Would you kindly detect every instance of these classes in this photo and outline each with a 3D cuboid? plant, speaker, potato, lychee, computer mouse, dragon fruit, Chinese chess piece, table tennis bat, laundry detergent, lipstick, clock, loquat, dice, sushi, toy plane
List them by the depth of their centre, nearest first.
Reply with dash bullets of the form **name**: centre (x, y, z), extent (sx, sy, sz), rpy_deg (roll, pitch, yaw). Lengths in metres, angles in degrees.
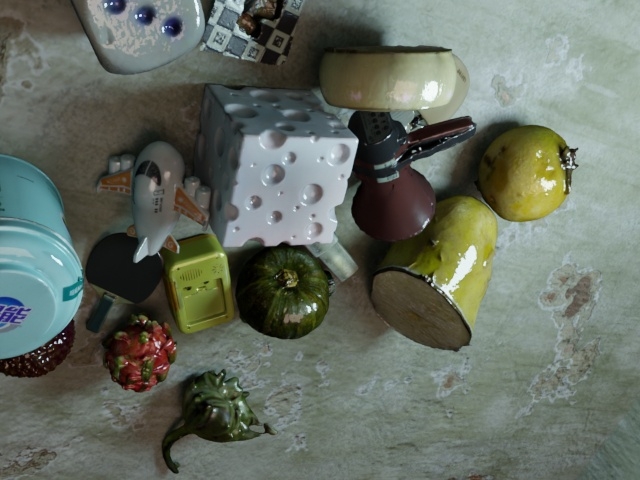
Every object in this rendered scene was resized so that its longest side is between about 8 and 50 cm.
- **dice**: centre (-0.312, -0.403, 1.297), extent (0.191, 0.194, 0.193), rpy_deg (-23, 132, -10)
- **laundry detergent**: centre (-0.583, 0.038, 1.399), extent (0.287, 0.305, 0.287), rpy_deg (-14, 129, -18)
- **sushi**: centre (-0.122, -0.444, 1.471), extent (0.192, 0.040, 0.210), rpy_deg (3, 119, -38)
- **toy plane**: centre (-0.325, -0.077, 1.534), extent (0.244, 0.117, 0.245), rpy_deg (9, 117, 18)
- **Chinese chess piece**: centre (0.131, -0.324, 1.537), extent (0.269, 0.270, 0.112), rpy_deg (-8, 109, -23)
- **lychee**: centre (-0.592, 0.196, 1.596), extent (0.188, 0.188, 0.188), rpy_deg (-14, 128, -18)
- **speaker**: centre (0.179, -0.145, 1.642), extent (0.259, 0.198, 0.329), rpy_deg (9, 156, 11)
- **table tennis bat**: centre (-0.437, 0.096, 1.681), extent (0.154, 0.021, 0.274), rpy_deg (27, 117, -14)
- **computer mouse**: centre (0.229, -0.305, 1.728), extent (0.236, 0.082, 0.145), rpy_deg (-42, 132, 4)
- **clock**: centre (-0.274, 0.097, 1.745), extent (0.143, 0.096, 0.202), rpy_deg (-14, 127, -15)
- **dragon fruit**: centre (-0.404, 0.242, 1.757), extent (0.166, 0.160, 0.172), rpy_deg (28, 107, -5)
- **lipstick**: centre (0.000, 0.000, 1.829), extent (0.077, 0.079, 0.253), rpy_deg (-38, 131, 2)
- **loquat**: centre (0.499, -0.161, 1.876), extent (0.243, 0.244, 0.244), rpy_deg (-14, 128, -18)
- **potato**: centre (0.315, 0.071, 1.956), extent (0.296, 0.289, 0.397), rpy_deg (-54, 156, -21)
- **plant**: centre (-0.312, 0.485, 1.968), extent (0.333, 0.180, 0.251), rpy_deg (-39, 121, 8)

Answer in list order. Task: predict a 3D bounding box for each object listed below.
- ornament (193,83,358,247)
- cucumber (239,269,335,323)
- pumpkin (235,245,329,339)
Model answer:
- **ornament**: centre (-0.102, -0.150, 1.560), extent (0.239, 0.239, 0.240), rpy_deg (-2, 123, -27)
- **cucumber**: centre (-0.084, 0.140, 1.894), extent (0.241, 0.074, 0.075), rpy_deg (-19, 130, -11)
- **pumpkin**: centre (-0.085, 0.120, 1.779), extent (0.223, 0.224, 0.157), rpy_deg (-12, 154, -20)
